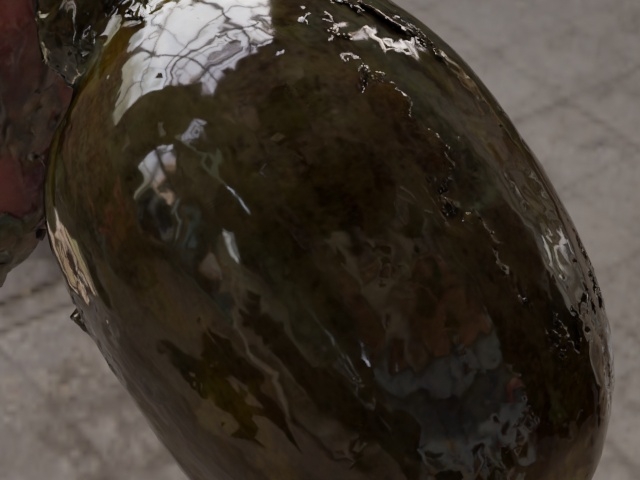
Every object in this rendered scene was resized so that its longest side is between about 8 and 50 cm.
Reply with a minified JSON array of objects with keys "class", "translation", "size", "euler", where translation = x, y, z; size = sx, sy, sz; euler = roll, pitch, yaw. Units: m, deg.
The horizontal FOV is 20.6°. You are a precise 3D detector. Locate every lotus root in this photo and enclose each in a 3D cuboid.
[{"class":"lotus root","translation":[0.000,0.000,0.438],"size":[0.120,0.120,0.209],"euler":[-33,85,-39]}]

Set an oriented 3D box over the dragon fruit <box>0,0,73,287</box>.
[{"class":"dragon fruit","translation":[-0.298,-0.116,0.947],"size":[0.296,0.314,0.263],"euler":[11,10,30]}]
